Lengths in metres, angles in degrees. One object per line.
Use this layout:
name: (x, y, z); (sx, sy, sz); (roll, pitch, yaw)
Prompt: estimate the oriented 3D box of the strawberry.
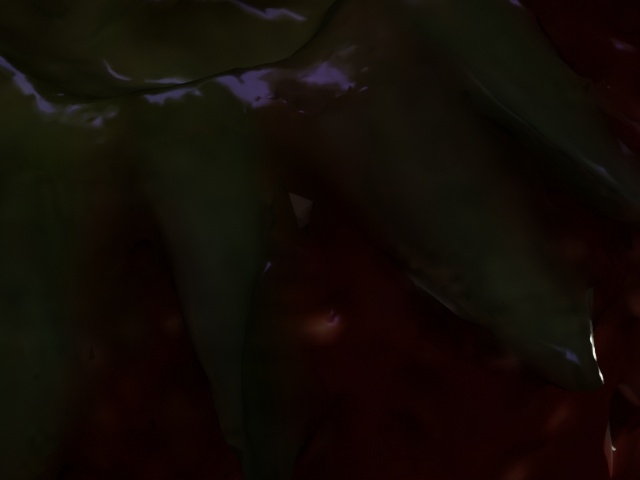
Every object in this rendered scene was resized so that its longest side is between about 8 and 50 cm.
strawberry: (-0.002, 0.001, 0.514); (0.292, 0.292, 0.343); (0, -26, 12)
